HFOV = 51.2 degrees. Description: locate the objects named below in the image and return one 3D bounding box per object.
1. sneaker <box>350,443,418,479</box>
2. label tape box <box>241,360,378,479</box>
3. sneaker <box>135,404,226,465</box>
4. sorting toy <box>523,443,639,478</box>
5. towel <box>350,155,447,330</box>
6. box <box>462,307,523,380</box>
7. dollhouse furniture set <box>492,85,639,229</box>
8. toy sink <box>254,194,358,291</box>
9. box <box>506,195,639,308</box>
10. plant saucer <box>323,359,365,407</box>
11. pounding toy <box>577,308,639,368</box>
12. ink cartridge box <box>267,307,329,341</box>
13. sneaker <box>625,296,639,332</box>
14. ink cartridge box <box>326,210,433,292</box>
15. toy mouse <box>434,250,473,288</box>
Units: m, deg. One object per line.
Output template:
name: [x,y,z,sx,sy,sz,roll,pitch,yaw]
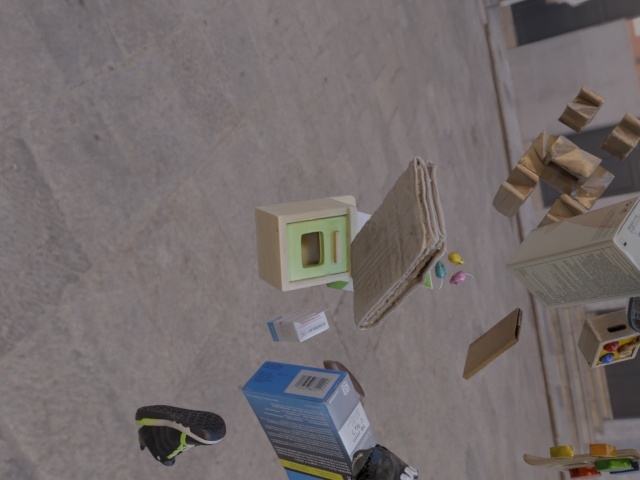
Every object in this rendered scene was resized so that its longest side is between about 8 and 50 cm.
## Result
sneaker: [0.083,0.391,1.074,0.106,0.078,0.234,43,14,15]
label tape box: [-0.005,0.443,1.531,0.106,0.241,0.333,-47,125,-42]
sneaker: [-0.252,0.357,1.202,0.084,0.235,0.097,5,84,-45]
sorting toy: [0.517,0.428,1.280,0.307,0.229,0.041,28,55,-47]
towel: [0.123,0.010,1.116,0.049,0.282,0.187,13,53,-19]
box: [0.482,0.290,1.872,0.021,0.201,0.164,41,32,-3]
dollhouse furniture set: [0.711,-0.121,1.762,0.362,0.394,0.256,-49,165,-11]
toy sink: [0.000,0.000,1.360,0.234,0.131,0.152,-8,105,-27]
box: [0.532,0.034,1.320,0.148,0.311,0.121,44,68,-9]
plant saucer: [0.085,0.457,2.161,0.198,0.036,0.198,50,4,-5]
pounding toy: [0.693,0.230,1.544,0.130,0.141,0.100,80,-4,-47]
ink cartridge box: [-0.053,0.232,1.832,0.104,0.181,0.061,-22,96,-34]
sneaker: [0.706,0.038,1.450,0.178,0.124,0.295,-76,177,-77]
ink cartridge box: [0.143,0.041,1.682,0.255,0.097,0.188,14,53,-25]
toy mouse: [0.462,0.115,2.376,0.161,0.143,0.031,35,2,-2]
